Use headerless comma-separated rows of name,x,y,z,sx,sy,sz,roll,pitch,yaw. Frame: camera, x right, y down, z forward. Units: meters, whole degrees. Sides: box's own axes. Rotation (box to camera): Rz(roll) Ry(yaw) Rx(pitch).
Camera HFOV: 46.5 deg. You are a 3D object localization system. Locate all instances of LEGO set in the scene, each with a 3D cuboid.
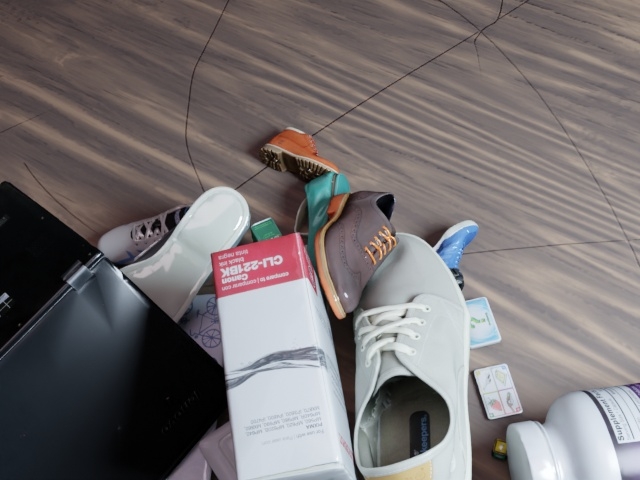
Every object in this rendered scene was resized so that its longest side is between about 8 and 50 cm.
LEGO set,0.181,0.195,1.048,0.182,0.060,0.244,-13,56,1

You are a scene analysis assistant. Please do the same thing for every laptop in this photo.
laptop,-0.405,0.191,1.004,0.407,0.236,0.382,30,69,34

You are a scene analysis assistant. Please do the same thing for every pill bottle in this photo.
pill bottle,0.401,0.264,0.902,0.322,0.181,0.182,-8,55,0

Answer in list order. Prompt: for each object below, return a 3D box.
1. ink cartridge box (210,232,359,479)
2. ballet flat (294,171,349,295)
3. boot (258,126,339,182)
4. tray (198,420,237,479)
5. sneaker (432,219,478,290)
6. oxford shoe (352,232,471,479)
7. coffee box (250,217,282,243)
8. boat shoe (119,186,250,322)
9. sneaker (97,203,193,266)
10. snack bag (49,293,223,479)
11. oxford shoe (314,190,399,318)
ink cartridge box,-0.039,0.161,0.892,0.114,0.197,0.273,-14,62,3
ballet flat,0.000,0.000,1.195,0.087,0.083,0.247,-15,52,24
boot,-0.021,-0.151,1.305,0.157,0.059,0.085,27,57,23
tray,-0.034,0.315,0.944,0.145,0.030,0.270,-33,57,-15
sneaker,0.204,0.038,1.149,0.152,0.058,0.084,-36,54,-14
oxford shoe,0.110,0.145,0.987,0.169,0.130,0.449,-20,43,21
coffee box,-0.047,0.068,1.123,0.040,0.113,0.184,-23,55,-14
boat shoe,-0.226,0.054,1.119,0.116,0.099,0.319,42,84,0
sneaker,-0.251,-0.018,1.217,0.237,0.086,0.085,-12,57,-1
snack bag,-0.311,0.221,1.087,0.342,0.037,0.323,-1,56,5
oxford shoe,0.056,0.004,1.062,0.098,0.097,0.271,-14,33,18
